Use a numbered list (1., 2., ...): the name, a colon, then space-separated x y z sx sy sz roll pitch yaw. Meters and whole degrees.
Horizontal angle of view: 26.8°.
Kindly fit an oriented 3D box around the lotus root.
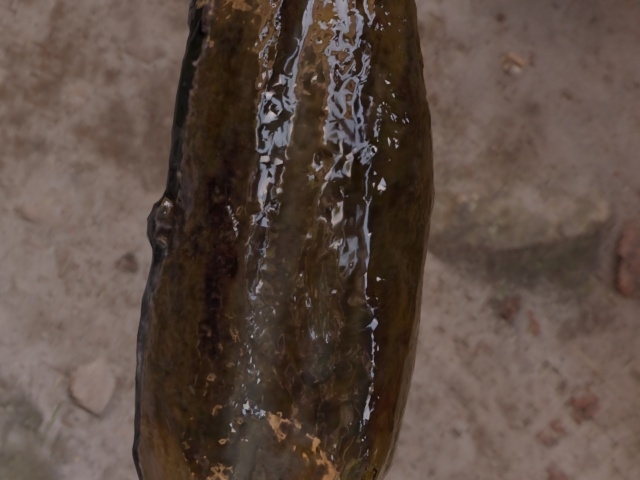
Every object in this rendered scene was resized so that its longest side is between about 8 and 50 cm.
1. lotus root: 0.000 -0.001 0.677 0.167 0.329 0.078 -2 13 -30
